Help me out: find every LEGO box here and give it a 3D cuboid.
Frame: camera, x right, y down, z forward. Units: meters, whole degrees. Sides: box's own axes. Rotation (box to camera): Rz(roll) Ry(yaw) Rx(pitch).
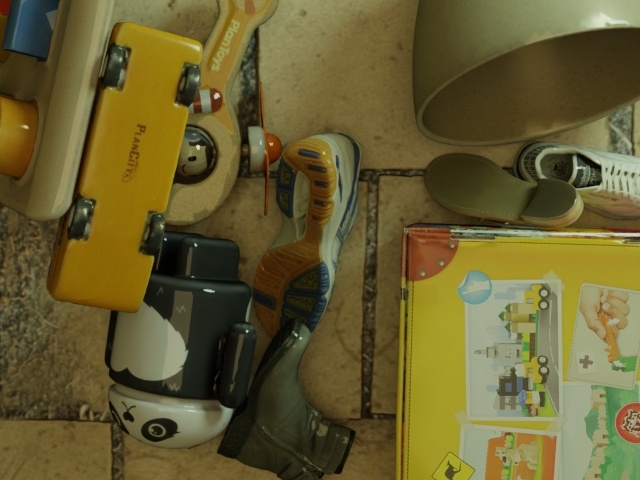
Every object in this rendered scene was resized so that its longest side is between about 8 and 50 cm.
[{"bbox_3d":[0.286,0.234,1.578,0.372,0.193,0.500,2,93,8],"label":"LEGO box"}]

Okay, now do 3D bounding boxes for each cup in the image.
[{"bbox_3d":[0.254,-0.288,1.535,0.331,0.331,0.237,-12,75,2],"label":"cup"}]

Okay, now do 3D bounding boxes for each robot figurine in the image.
[{"bbox_3d":[-0.183,0.129,1.612,0.173,0.209,0.278,8,93,-12],"label":"robot figurine"}]

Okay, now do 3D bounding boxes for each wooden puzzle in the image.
[{"bbox_3d":[-0.376,-0.205,1.537,0.080,0.348,0.322,11,93,-34],"label":"wooden puzzle"}]

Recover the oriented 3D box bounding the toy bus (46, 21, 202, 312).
[{"bbox_3d":[-0.234,-0.085,1.478,0.108,0.130,0.333,12,95,-19],"label":"toy bus"}]

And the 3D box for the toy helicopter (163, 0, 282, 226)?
[{"bbox_3d":[-0.133,-0.184,1.618,0.235,0.140,0.355,23,93,-5],"label":"toy helicopter"}]

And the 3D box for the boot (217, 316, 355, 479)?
[{"bbox_3d":[-0.021,0.223,1.641,0.161,0.083,0.246,25,120,-2],"label":"boot"}]

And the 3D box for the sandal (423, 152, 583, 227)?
[{"bbox_3d":[0.240,-0.045,1.616,0.088,0.240,0.079,-57,134,-17],"label":"sandal"}]

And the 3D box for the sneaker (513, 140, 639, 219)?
[{"bbox_3d":[0.373,-0.077,1.630,0.235,0.095,0.090,8,89,-4],"label":"sneaker"}]

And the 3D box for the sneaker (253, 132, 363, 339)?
[{"bbox_3d":[0.000,0.000,1.637,0.112,0.131,0.296,26,118,23],"label":"sneaker"}]
